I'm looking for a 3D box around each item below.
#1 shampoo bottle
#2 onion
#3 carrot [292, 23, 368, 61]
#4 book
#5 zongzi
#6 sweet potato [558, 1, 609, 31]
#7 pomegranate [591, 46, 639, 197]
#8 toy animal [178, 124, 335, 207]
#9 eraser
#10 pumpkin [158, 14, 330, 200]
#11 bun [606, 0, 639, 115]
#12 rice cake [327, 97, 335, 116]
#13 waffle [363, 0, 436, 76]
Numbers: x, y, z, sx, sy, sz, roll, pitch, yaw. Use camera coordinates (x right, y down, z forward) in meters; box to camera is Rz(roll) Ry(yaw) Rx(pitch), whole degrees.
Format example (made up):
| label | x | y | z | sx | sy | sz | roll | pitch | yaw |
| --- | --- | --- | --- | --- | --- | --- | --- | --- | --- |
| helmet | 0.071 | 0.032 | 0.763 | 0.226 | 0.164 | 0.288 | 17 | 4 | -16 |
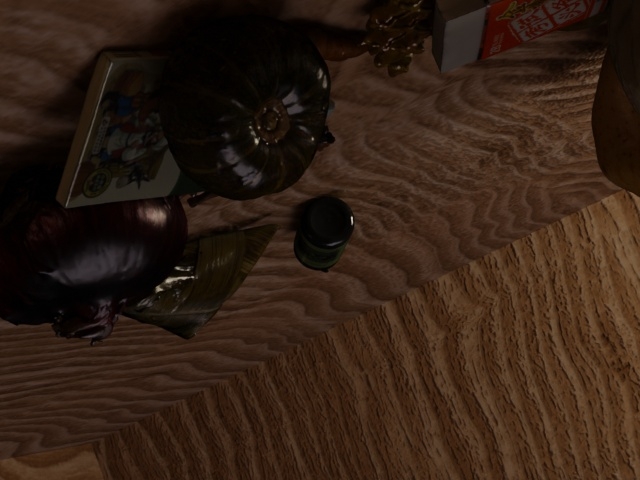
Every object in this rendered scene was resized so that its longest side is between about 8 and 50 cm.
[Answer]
| label | x | y | z | sx | sy | sz | roll | pitch | yaw |
| --- | --- | --- | --- | --- | --- | --- | --- | --- | --- |
| shampoo bottle | 0.000 | 0.000 | 2.474 | 0.101 | 0.101 | 0.284 | -20 | 168 | -12 |
| onion | -0.317 | 0.016 | 1.659 | 0.314 | 0.232 | 0.314 | -20 | 166 | -5 |
| carrot | 0.013 | -0.245 | 1.577 | 0.047 | 0.047 | 0.191 | -31 | 167 | 34 |
| book | -0.179 | -0.139 | 1.514 | 0.264 | 0.027 | 0.202 | -9 | 132 | -46 |
| zongzi | -0.222 | 0.042 | 2.249 | 0.288 | 0.134 | 0.286 | -38 | 161 | 9 |
| sweet potato | 0.383 | -0.349 | 1.704 | 0.346 | 0.079 | 0.108 | -26 | 156 | 3 |
| pomegranate | 0.615 | -0.209 | 2.023 | 0.410 | 0.410 | 0.410 | -21 | 168 | -5 |
| toy animal | -0.102 | -0.115 | 1.885 | 0.229 | 0.066 | 0.224 | -31 | 166 | 13 |
| eraser | 0.246 | -0.284 | 1.520 | 0.230 | 0.038 | 0.157 | -21 | 165 | -3 |
| pumpkin | -0.090 | -0.153 | 1.442 | 0.162 | 0.219 | 0.219 | 15 | -163 | 42 |
| bun | 0.492 | -0.307 | 1.520 | 0.365 | 0.219 | 0.365 | -44 | -164 | 15 |
| rice cake | -0.058 | -0.171 | 1.803 | 0.170 | 0.029 | 0.033 | -19 | 161 | -21 |
| waffle | 0.183 | -0.311 | 1.543 | 0.293 | 0.069 | 0.260 | -22 | 164 | -1 |
